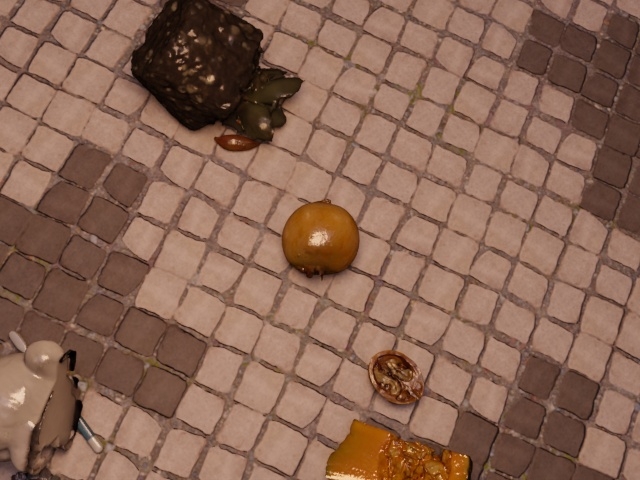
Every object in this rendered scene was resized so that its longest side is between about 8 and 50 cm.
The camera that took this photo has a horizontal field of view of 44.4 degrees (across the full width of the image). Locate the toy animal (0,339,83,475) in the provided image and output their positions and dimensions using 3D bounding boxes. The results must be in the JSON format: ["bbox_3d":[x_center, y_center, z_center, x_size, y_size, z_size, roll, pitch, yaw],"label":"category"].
[{"bbox_3d":[-0.601,0.266,1.337,0.357,0.194,0.258,13,86,6],"label":"toy animal"}]

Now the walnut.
[{"bbox_3d":[0.141,0.264,1.501,0.121,0.052,0.091,42,72,3],"label":"walnut"}]

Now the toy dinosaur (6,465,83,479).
[{"bbox_3d":[-0.521,0.444,1.366,0.208,0.039,0.082,-14,74,-22],"label":"toy dinosaur"}]

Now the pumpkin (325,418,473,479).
[{"bbox_3d":[0.144,0.426,1.428,0.247,0.126,0.131,17,67,15],"label":"pumpkin"}]

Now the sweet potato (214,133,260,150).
[{"bbox_3d":[-0.170,-0.199,1.596,0.095,0.034,0.034,4,74,-4],"label":"sweet potato"}]

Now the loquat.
[{"bbox_3d":[0.000,0.000,1.511,0.163,0.137,0.163,4,79,-22],"label":"loquat"}]

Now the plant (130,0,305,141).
[{"bbox_3d":[-0.196,-0.321,1.545,0.312,0.213,0.215,32,70,-36],"label":"plant"}]

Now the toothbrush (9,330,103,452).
[{"bbox_3d":[-0.482,0.275,1.432,0.019,0.025,0.276,-38,85,-10],"label":"toothbrush"}]
